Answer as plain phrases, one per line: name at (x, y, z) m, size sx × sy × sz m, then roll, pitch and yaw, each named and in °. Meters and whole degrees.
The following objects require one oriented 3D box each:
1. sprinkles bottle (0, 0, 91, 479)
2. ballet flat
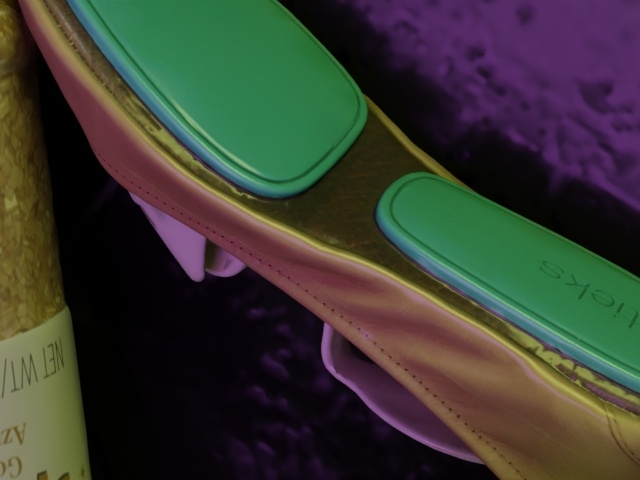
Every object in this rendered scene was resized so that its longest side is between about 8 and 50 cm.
sprinkles bottle at (-0.124, 0.107, 0.571) m, size 0.121 × 0.121 × 0.355 m, roll 0°, pitch 104°, yaw 24°
ballet flat at (0.000, 0.000, 0.514) m, size 0.232 × 0.080 × 0.073 m, roll 38°, pitch 129°, yaw 12°
